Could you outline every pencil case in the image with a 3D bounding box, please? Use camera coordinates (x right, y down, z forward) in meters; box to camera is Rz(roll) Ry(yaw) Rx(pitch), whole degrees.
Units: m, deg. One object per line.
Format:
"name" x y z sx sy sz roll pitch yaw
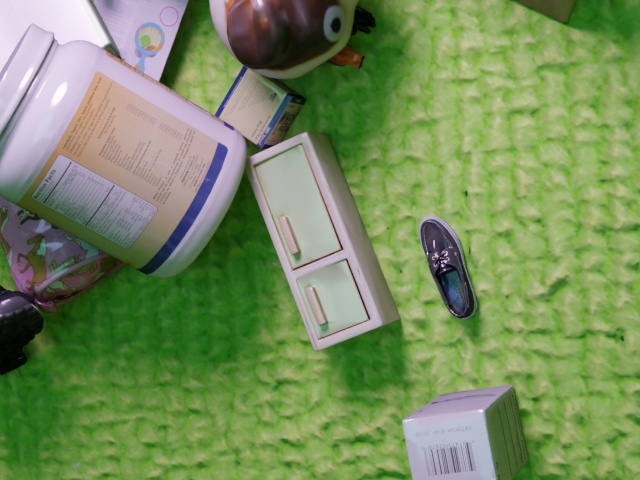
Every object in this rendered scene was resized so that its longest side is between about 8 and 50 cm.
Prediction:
"pencil case" -0.419 -0.093 1.708 0.167 0.160 0.386 -36 81 24

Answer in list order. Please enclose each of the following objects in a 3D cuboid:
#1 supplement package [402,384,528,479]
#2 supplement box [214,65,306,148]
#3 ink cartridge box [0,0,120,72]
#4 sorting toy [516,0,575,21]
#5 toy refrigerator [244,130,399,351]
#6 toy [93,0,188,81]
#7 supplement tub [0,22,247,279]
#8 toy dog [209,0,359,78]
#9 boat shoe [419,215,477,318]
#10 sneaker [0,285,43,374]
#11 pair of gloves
"supplement package" 0.181 0.248 1.497 0.105 0.179 0.105 -12 89 20
"supplement box" -0.080 -0.179 1.637 0.083 0.056 0.083 35 103 15
"ink cartridge box" -0.417 -0.274 1.661 0.235 0.056 0.171 -30 79 1
"sorting toy" 0.196 -0.393 1.435 0.255 0.257 0.089 29 84 16
"toy refrigerator" 0.000 0.000 1.597 0.102 0.094 0.269 -22 85 19
"toy" -0.261 -0.279 1.696 0.137 0.056 0.237 24 94 15
"supplement tub" -0.278 -0.114 1.557 0.316 0.228 0.228 30 104 -18
"toy dog" -0.110 -0.390 1.514 0.395 0.284 0.408 -39 83 10
"boat shoe" 0.164 0.034 1.568 0.049 0.040 0.142 -25 84 19
"sneaker" -0.468 0.105 1.694 0.124 0.107 0.283 64 152 11
"pair of gloves" 0.033 -0.273 1.617 0.074 0.010 0.083 23 98 20
